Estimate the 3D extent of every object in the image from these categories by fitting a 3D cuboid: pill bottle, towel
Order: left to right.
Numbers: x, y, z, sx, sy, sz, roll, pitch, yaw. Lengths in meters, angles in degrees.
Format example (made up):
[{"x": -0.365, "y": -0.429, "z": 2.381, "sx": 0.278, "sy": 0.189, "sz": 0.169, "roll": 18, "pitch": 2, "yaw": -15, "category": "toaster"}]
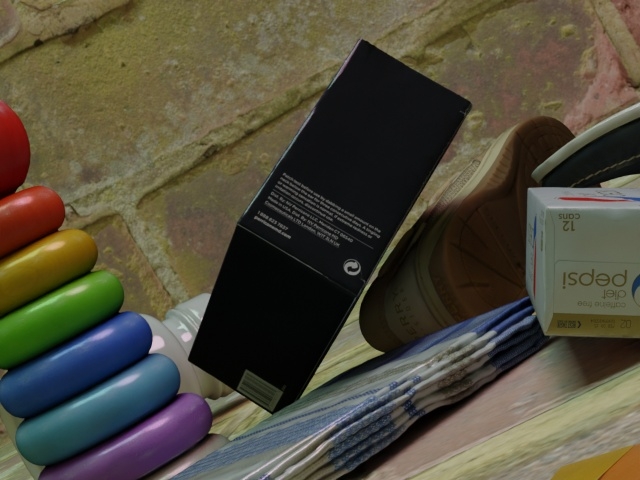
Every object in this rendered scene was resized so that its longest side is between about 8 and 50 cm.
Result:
[{"x": -0.187, "y": 0.146, "z": 1.445, "sx": 0.229, "sy": 0.131, "sz": 0.131, "roll": -28, "pitch": 2, "yaw": -24, "category": "pill bottle"}, {"x": -0.005, "y": 0.123, "z": 0.912, "sx": 0.285, "sy": 0.034, "sz": 0.209, "roll": -28, "pitch": 1, "yaw": -40, "category": "towel"}]

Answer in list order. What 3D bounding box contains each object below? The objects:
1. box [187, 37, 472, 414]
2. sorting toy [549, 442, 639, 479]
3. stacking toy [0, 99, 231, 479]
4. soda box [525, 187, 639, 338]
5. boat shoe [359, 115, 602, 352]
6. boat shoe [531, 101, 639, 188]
[{"x": 0.000, "y": 0.000, "z": 1.118, "sx": 0.184, "sy": 0.103, "sz": 0.261, "roll": -55, "pitch": -4, "yaw": -28, "category": "box"}, {"x": 0.100, "y": 0.082, "z": 0.370, "sx": 0.193, "sy": 0.038, "sz": 0.208, "roll": -26, "pitch": 2, "yaw": 38, "category": "sorting toy"}, {"x": -0.189, "y": 0.047, "z": 1.030, "sx": 0.141, "sy": 0.330, "sz": 0.141, "roll": -27, "pitch": 1, "yaw": 1, "category": "stacking toy"}, {"x": 0.157, "y": 0.008, "z": 0.841, "sx": 0.074, "sy": 0.069, "sz": 0.216, "roll": 1, "pitch": 4, "yaw": 5, "category": "soda box"}, {"x": 0.134, "y": -0.009, "z": 1.204, "sx": 0.110, "sy": 0.122, "sz": 0.341, "roll": -28, "pitch": 3, "yaw": 35, "category": "boat shoe"}, {"x": 0.283, "y": -0.080, "z": 1.094, "sx": 0.254, "sy": 0.079, "sz": 0.095, "roll": -25, "pitch": -2, "yaw": -3, "category": "boat shoe"}]
